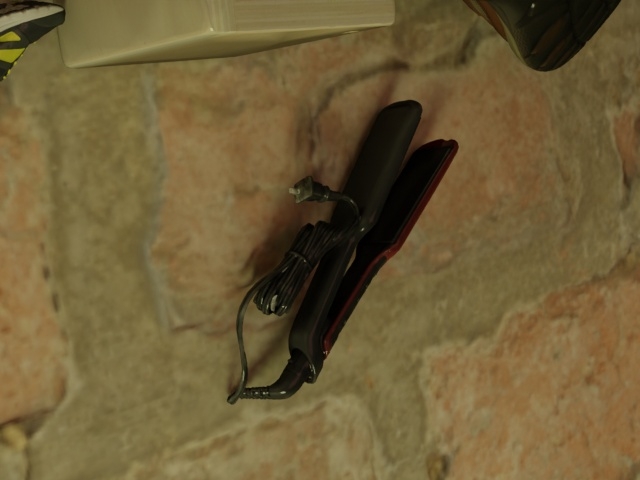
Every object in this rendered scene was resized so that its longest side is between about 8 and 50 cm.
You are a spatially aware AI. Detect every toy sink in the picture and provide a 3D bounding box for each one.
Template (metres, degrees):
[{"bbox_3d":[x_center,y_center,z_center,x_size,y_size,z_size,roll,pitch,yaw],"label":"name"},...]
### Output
[{"bbox_3d":[-0.061,-0.218,0.701,0.131,0.153,0.234,-11,96,-38],"label":"toy sink"}]

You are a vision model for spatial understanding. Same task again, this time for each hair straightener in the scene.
[{"bbox_3d":[0.000,0.000,0.823,0.089,0.047,0.230,45,68,-29],"label":"hair straightener"}]

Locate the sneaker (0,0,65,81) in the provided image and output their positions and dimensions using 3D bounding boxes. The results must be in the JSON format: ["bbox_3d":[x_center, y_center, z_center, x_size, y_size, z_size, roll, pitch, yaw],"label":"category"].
[{"bbox_3d":[-0.170,-0.101,0.695,0.083,0.031,0.035,-28,119,-30],"label":"sneaker"}]

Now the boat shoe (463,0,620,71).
[{"bbox_3d":[0.112,-0.201,0.821,0.122,0.120,0.324,-50,157,10],"label":"boat shoe"}]
